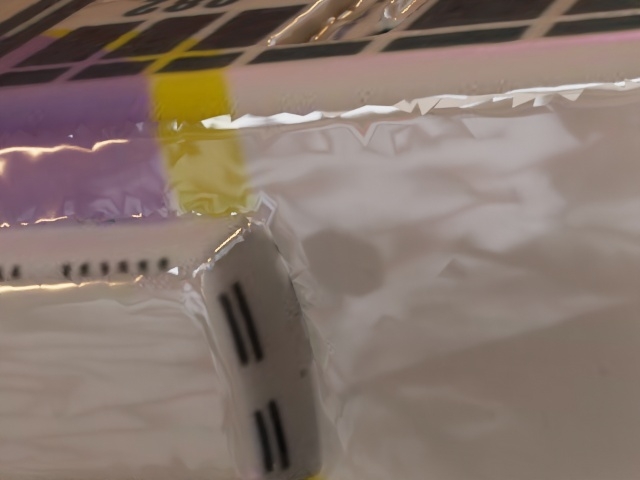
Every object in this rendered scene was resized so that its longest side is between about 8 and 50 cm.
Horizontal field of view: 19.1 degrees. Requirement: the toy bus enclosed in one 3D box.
[{"bbox_3d":[0.029,-0.001,0.726,0.249,0.440,0.209,-46,-51,-56],"label":"toy bus"}]
